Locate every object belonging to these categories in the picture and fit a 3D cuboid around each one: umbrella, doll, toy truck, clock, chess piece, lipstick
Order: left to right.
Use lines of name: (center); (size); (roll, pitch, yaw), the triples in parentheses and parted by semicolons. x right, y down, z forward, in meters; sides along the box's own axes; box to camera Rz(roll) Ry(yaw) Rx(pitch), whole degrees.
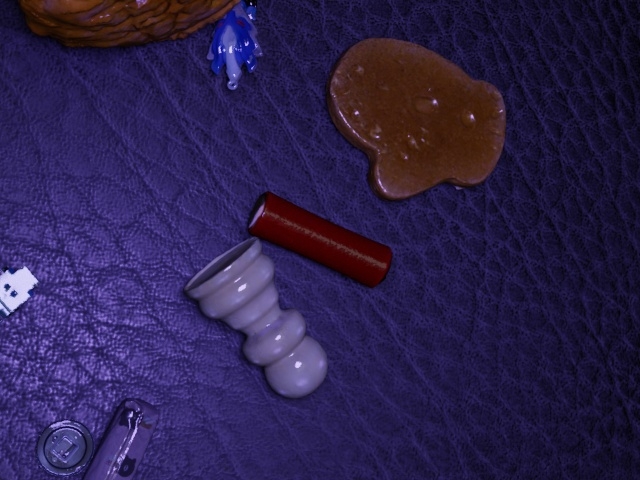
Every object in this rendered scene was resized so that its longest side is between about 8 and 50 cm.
toy truck: (-0.482, 0.102, 1.208); (0.175, 0.081, 0.067); (-41, 98, -19)
clock: (-0.377, 0.306, 1.249); (0.085, 0.017, 0.085); (3, 81, -19)
umbrella: (-0.329, 0.389, 1.224); (0.067, 0.073, 0.337); (25, 76, -5)
doll: (-0.141, -0.340, 1.397); (0.096, 0.070, 0.195); (-2, 79, 11)
chess piece: (-0.083, 0.134, 1.318); (0.144, 0.144, 0.251); (-40, 102, -19)
lipstick: (0.000, 0.000, 1.388); (0.241, 0.080, 0.080); (25, 75, -15)

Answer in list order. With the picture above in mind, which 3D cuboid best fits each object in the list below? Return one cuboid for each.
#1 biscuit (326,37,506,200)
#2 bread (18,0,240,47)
biscuit: (0.163, -0.197, 1.481); (0.344, 0.057, 0.287); (19, 76, -16)
bread: (-0.256, -0.426, 1.217); (0.398, 0.398, 0.215); (-24, 83, -20)
